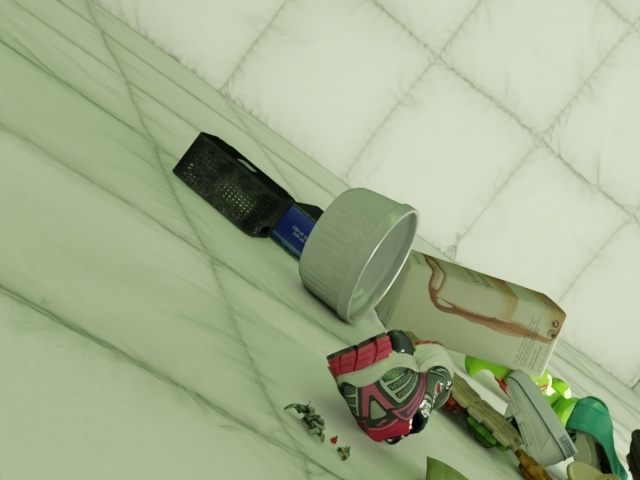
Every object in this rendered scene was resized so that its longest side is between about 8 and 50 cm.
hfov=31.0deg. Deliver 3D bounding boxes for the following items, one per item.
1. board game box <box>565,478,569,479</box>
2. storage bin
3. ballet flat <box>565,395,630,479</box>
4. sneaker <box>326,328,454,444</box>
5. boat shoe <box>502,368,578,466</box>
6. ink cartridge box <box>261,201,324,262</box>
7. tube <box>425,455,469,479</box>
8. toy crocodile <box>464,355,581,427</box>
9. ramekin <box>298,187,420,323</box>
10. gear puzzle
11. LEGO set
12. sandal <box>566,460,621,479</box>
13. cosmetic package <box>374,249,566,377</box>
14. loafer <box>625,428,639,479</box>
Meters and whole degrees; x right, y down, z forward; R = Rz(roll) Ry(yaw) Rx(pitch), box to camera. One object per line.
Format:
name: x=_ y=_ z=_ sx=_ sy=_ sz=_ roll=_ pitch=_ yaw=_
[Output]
board game box: x=0.428 y=0.399 z=1.778 sx=0.090 sy=0.020 sz=0.090 roll=38 pitch=-20 yaw=-1
storage bin: x=-0.143 y=-0.092 z=1.924 sx=0.180 sy=0.084 sz=0.122 roll=41 pitch=8 yaw=11
ballet flat: x=0.447 y=0.368 z=1.888 sx=0.083 sy=0.087 sz=0.247 roll=12 pitch=-47 yaw=43
sneaker: x=0.090 y=0.185 z=1.367 sx=0.299 sy=0.121 sz=0.112 roll=21 pitch=48 yaw=-67
boat shoe: x=0.335 y=0.289 z=1.877 sx=0.095 sy=0.084 sz=0.258 roll=59 pitch=2 yaw=-14
ink cartridge box: x=0.000 y=0.000 z=2.121 sx=0.165 sy=0.065 sz=0.332 roll=40 pitch=9 yaw=10
tube: x=0.143 y=0.277 z=1.230 sx=0.240 sy=0.062 sz=0.070 roll=14 pitch=66 yaw=-81
toy crocodile: x=0.413 y=0.296 z=2.194 sx=0.340 sy=0.105 sz=0.115 roll=39 pitch=6 yaw=-28
ramekin: x=0.056 y=0.015 z=1.799 sx=0.109 sy=0.207 sz=0.207 roll=31 pitch=6 yaw=17
gear puzzle: x=0.228 y=0.263 z=1.740 sx=0.339 sy=0.044 sz=0.175 roll=43 pitch=7 yaw=13
LEGO set: x=0.002 y=0.190 z=1.183 sx=0.083 sy=0.023 sz=0.054 roll=35 pitch=8 yaw=-19
sandal: x=0.463 y=0.397 z=1.665 sx=0.088 sy=0.079 sz=0.240 roll=-11 pitch=56 yaw=-45
cosmetic package: x=0.258 y=0.122 z=2.024 sx=0.296 sy=0.129 sz=0.153 roll=17 pitch=11 yaw=-11
loafer: x=0.551 y=0.432 z=1.813 sx=0.133 sy=0.130 sz=0.366 roll=19 pitch=24 yaw=-9
